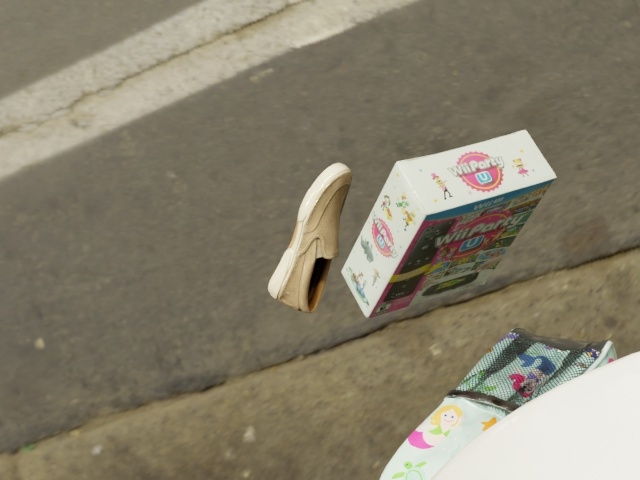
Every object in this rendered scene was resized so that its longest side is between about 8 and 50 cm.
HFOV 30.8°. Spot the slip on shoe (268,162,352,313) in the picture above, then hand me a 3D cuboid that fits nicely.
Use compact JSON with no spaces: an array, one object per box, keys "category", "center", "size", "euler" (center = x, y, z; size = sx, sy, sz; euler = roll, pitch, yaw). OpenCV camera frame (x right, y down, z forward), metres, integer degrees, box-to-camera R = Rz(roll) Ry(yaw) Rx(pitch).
[{"category":"slip on shoe","center":[0.000,0.000,0.978],"size":[0.041,0.051,0.135],"euler":[35,111,24]}]

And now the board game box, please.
[{"category":"board game box","center":[0.183,-0.019,1.724],"size":[0.097,0.224,0.303],"euler":[63,154,25]}]

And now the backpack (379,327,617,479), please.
[{"category":"backpack","center":[0.157,0.216,0.888],"size":[0.191,0.253,0.225],"euler":[14,125,43]}]

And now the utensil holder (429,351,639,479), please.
[{"category":"utensil holder","center":[0.183,0.262,0.347],"size":[0.327,0.385,0.328],"euler":[-3,134,-3]}]
